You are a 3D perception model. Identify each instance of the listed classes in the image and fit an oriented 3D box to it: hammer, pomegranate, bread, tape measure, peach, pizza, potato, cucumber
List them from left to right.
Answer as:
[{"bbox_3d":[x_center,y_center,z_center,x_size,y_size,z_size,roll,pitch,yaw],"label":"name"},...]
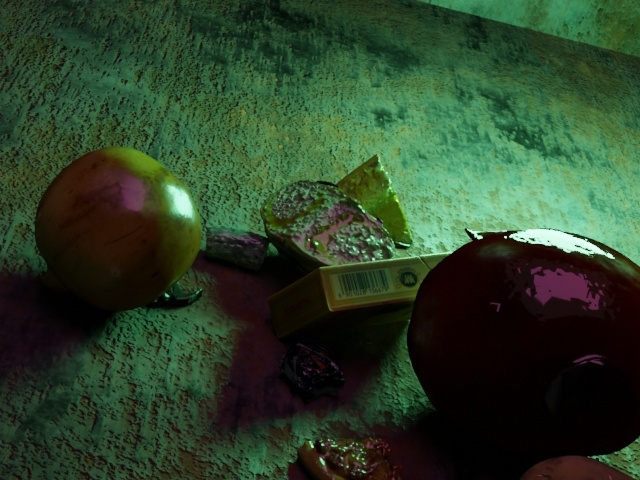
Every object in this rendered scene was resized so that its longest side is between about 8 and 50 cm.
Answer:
[{"bbox_3d":[-0.321,-0.017,1.844,0.264,0.264,0.264,12,30,-7],"label":"pomegranate"},{"bbox_3d":[-0.249,0.043,2.005,0.078,0.021,0.201,4,33,-21],"label":"hammer"},{"bbox_3d":[-0.147,0.011,2.070,0.111,0.064,0.064,15,30,-3],"label":"cucumber"},{"bbox_3d":[-0.011,0.198,1.833,0.091,0.054,0.094,-6,43,-36],"label":"tape measure"},{"bbox_3d":[0.009,0.009,2.068,0.158,0.156,0.260,-37,33,-19],"label":"bread"},{"bbox_3d":[0.053,0.315,1.675,0.175,0.046,0.134,24,31,13],"label":"pizza"},{"bbox_3d":[0.095,-0.046,2.296,0.160,0.169,0.140,47,11,-37],"label":"bread"},{"bbox_3d":[0.339,0.161,1.781,0.405,0.335,0.310,14,23,-9],"label":"peach"},{"bbox_3d":[0.385,0.373,1.661,0.234,0.128,0.161,23,35,1],"label":"potato"}]

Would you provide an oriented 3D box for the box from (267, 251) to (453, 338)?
[{"bbox_3d":[0.076,0.089,1.936,0.274,0.174,0.076,-6,76,-33],"label":"box"}]
